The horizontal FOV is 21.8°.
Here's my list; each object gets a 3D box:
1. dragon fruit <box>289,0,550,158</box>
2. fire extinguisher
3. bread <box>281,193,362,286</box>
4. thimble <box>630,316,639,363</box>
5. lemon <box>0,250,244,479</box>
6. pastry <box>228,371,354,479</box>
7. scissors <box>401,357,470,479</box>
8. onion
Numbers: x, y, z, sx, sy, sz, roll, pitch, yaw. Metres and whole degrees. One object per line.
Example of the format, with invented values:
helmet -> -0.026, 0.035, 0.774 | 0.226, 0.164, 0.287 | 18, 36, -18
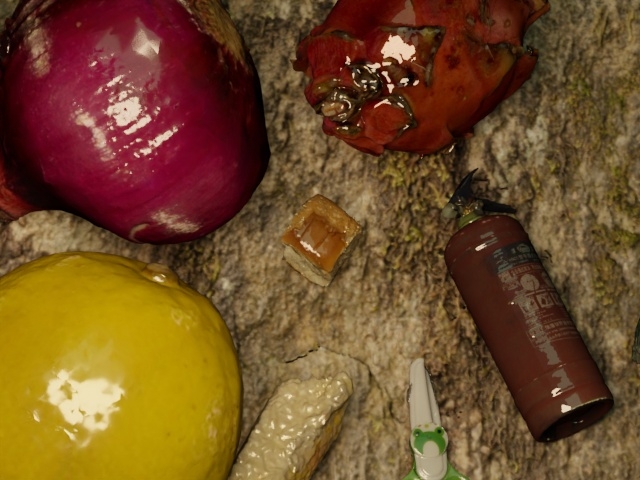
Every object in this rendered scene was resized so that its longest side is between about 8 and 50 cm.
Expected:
dragon fruit -> 0.118, -0.230, 1.976 | 0.250, 0.250, 0.315 | 34, 83, 11
fire extinguisher -> 0.227, 0.058, 1.918 | 0.138, 0.102, 0.344 | -1, 57, -43
bread -> 0.001, 0.000, 1.927 | 0.070, 0.077, 0.083 | 30, 63, 13
thimble -> 0.430, 0.101, 1.913 | 0.118, 0.090, 0.135 | 33, 66, 11
lemon -> -0.240, 0.175, 1.669 | 0.348, 0.348, 0.348 | 2, 63, -5
pastry -> -0.049, 0.244, 1.774 | 0.089, 0.121, 0.258 | 27, 63, 2
scissors -> 0.121, 0.229, 1.852 | 0.101, 0.027, 0.204 | -1, 65, -8
onion -> -0.248, -0.128, 1.864 | 0.385, 0.348, 0.348 | -34, 67, 16
